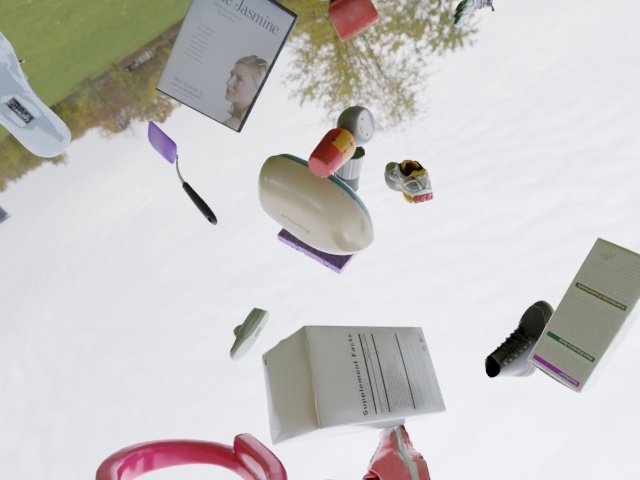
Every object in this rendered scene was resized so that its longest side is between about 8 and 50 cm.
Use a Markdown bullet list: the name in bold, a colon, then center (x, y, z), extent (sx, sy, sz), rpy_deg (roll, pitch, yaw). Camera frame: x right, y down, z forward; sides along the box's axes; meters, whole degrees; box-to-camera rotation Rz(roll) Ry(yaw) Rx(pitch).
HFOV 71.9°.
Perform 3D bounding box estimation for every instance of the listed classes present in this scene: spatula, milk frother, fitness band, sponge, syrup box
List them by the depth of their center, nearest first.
- **fitness band**: center (-0.155, 0.294, 0.526), extent (0.209, 0.054, 0.291), rpy_deg (3, 174, -29)
- **syrup box**: center (0.452, 0.124, 0.727), extent (0.096, 0.093, 0.237), rpy_deg (36, -71, 42)
- **spatula**: center (-0.326, -0.152, 1.044), extent (0.030, 0.296, 0.084), rpy_deg (-25, 164, -35)
- **sponge**: center (0.000, 0.000, 1.197), extent (0.210, 0.031, 0.117), rpy_deg (29, -124, 19)
- **milk frother**: center (0.059, -0.197, 1.308), extent (0.129, 0.135, 0.143), rpy_deg (7, -133, 1)

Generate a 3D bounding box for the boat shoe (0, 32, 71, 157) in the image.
- **boat shoe**: center (-0.555, -0.275, 0.759), extent (0.105, 0.306, 0.113), rpy_deg (38, -104, 21)

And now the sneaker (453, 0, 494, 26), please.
- **sneaker**: center (0.293, -0.435, 0.819), extent (0.098, 0.069, 0.038), rpy_deg (-67, -159, 12)

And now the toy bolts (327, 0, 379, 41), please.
- **toy bolts**: center (0.075, -0.430, 0.641), extent (0.228, 0.158, 0.218), rpy_deg (-30, -149, 11)

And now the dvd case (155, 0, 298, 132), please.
- **dvd case**: center (-0.179, -0.356, 0.839), extent (0.253, 0.180, 0.022), rpy_deg (-58, -160, 20)

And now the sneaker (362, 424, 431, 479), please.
- **sneaker**: center (0.154, 0.506, 1.004), extent (0.136, 0.116, 0.314), rpy_deg (-14, 176, -4)

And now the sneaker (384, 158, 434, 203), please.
- **sneaker**: center (0.231, -0.175, 1.155), extent (0.088, 0.093, 0.225), rpy_deg (-15, -154, -10)

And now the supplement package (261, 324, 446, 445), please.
- **supplement package**: center (0.060, 0.275, 0.856), extent (0.177, 0.293, 0.175), rpy_deg (-42, -130, 45)

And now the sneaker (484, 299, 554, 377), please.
- **sneaker**: center (0.481, 0.248, 1.063), extent (0.118, 0.222, 0.083), rpy_deg (-3, -154, -21)

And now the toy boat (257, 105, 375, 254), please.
- **toy boat**: center (0.014, -0.107, 0.835), extent (0.148, 0.267, 0.318), rpy_deg (-52, 174, -28)

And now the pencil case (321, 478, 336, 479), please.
- **pencil case**: center (-0.002, 0.453, 0.601), extent (0.104, 0.236, 0.104), rpy_deg (4, -170, -1)

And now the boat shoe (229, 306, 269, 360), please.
- **boat shoe**: center (-0.280, 0.344, 1.645), extent (0.081, 0.079, 0.227), rpy_deg (19, -129, 22)
